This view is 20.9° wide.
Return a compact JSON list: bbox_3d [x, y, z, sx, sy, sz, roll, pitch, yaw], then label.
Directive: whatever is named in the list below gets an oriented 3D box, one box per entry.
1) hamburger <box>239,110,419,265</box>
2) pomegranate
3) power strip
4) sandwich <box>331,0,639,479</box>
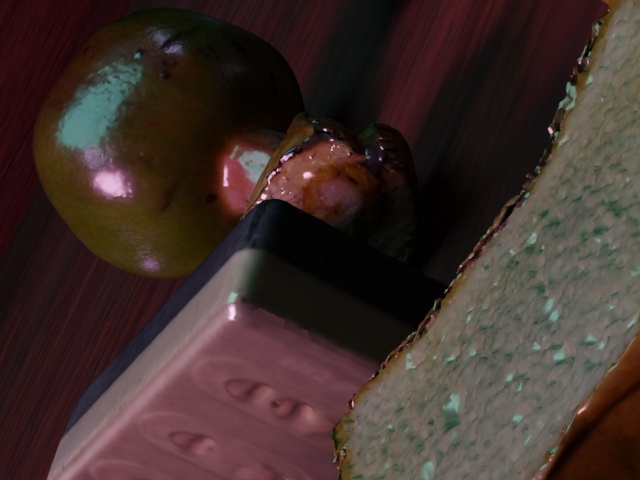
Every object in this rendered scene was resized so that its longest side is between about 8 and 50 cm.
[{"bbox_3d":[0.004,-0.006,0.871,0.176,0.087,0.102,-60,2,36],"label":"hamburger"},{"bbox_3d":[-0.074,-0.051,1.080,0.209,0.180,0.180,27,88,43],"label":"pomegranate"},{"bbox_3d":[-0.040,0.078,0.800,0.256,0.105,0.070,-44,23,54],"label":"power strip"},{"bbox_3d":[0.085,0.030,0.533,0.215,0.065,0.186,-58,15,18],"label":"sandwich"}]
